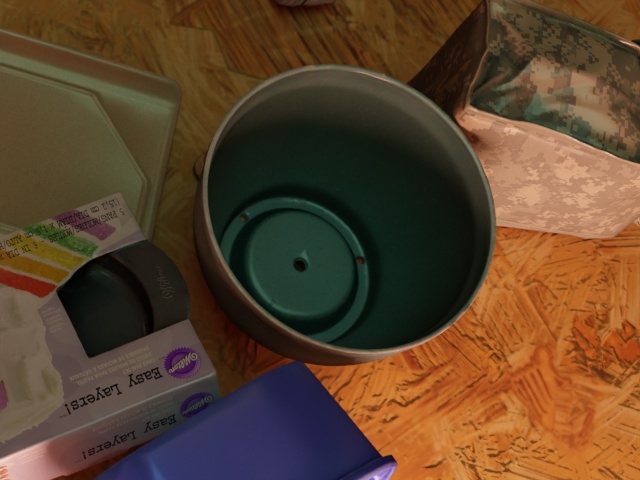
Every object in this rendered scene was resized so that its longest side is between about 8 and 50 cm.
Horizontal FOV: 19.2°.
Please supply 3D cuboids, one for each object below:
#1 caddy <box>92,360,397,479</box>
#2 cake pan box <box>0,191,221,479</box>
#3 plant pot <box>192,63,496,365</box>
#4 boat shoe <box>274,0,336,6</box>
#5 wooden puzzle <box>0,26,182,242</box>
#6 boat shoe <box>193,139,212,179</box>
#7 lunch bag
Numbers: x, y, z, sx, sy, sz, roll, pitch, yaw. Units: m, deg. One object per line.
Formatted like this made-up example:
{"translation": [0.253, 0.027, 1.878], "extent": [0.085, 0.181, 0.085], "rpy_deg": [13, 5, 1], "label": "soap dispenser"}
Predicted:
{"translation": [-0.088, 0.266, 1.709], "extent": [0.341, 0.241, 0.179], "rpy_deg": [-30, 76, -26], "label": "caddy"}
{"translation": [-0.247, 0.096, 1.736], "extent": [0.266, 0.070, 0.246], "rpy_deg": [-20, 55, -13], "label": "cake pan box"}
{"translation": [0.000, 0.000, 1.862], "extent": [0.293, 0.196, 0.293], "rpy_deg": [7, 67, -17], "label": "plant pot"}
{"translation": [-0.021, -0.361, 2.069], "extent": [0.075, 0.083, 0.226], "rpy_deg": [3, 80, -31], "label": "boat shoe"}
{"translation": [-0.265, -0.076, 1.889], "extent": [0.221, 0.044, 0.239], "rpy_deg": [16, 70, -14], "label": "wooden puzzle"}
{"translation": [-0.075, -0.109, 1.962], "extent": [0.050, 0.045, 0.135], "rpy_deg": [42, 63, -1], "label": "boat shoe"}
{"translation": [0.249, -0.112, 1.970], "extent": [0.287, 0.235, 0.169], "rpy_deg": [19, 65, -12], "label": "lunch bag"}
